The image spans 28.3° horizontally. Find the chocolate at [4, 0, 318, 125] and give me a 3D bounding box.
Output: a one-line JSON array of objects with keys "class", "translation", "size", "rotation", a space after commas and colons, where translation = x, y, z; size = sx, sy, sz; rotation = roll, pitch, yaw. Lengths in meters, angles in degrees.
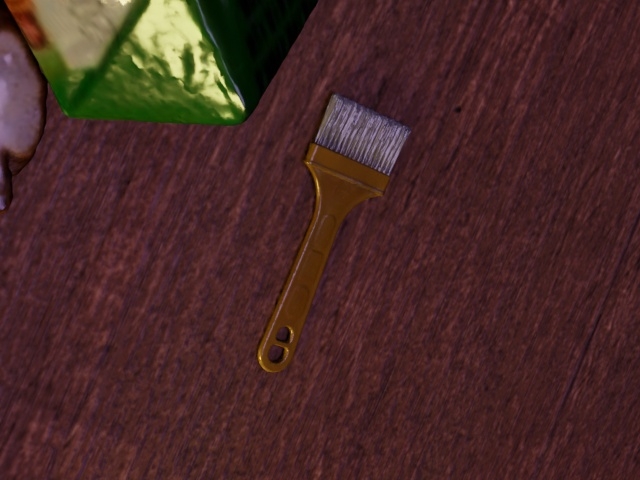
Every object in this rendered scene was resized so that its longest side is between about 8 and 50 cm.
[{"class": "chocolate", "translation": [-0.118, -0.296, 0.879], "size": [0.341, 0.161, 0.360], "rotation": [66, 28, -28]}]

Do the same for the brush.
[{"class": "brush", "translation": [0.000, 0.000, 1.220], "size": [0.103, 0.013, 0.272], "rotation": [20, 91, -37]}]

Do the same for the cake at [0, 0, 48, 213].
[{"class": "cake", "translation": [-0.332, -0.099, 0.855], "size": [0.293, 0.199, 0.196], "rotation": [-15, 106, -36]}]
